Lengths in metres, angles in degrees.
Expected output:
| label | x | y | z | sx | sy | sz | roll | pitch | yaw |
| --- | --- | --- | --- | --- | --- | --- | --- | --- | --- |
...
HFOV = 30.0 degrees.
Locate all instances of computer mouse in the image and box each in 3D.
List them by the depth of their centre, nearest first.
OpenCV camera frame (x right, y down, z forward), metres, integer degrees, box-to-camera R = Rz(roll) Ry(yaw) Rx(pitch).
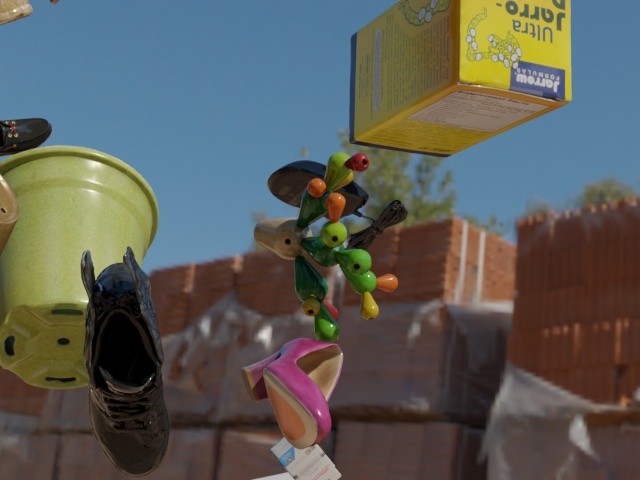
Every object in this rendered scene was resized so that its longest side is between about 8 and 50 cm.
| label | x | y | z | sx | sy | sz | roll | pitch | yaw |
| --- | --- | --- | --- | --- | --- | --- | --- | --- | --- |
| computer mouse | 0.007 | -0.064 | 2.120 | 0.262 | 0.060 | 0.184 | 19 | -39 | -23 |

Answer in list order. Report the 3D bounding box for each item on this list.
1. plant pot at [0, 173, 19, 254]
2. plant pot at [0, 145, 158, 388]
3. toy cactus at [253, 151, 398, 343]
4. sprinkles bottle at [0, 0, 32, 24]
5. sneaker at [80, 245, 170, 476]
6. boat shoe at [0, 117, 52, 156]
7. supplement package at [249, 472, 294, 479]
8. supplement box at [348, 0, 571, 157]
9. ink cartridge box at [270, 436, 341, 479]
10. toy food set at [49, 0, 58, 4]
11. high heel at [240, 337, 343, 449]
| label | x | y | z | sx | sy | sz | roll | pitch | yaw |
| --- | --- | --- | --- | --- | --- | --- | --- | --- | --- |
| plant pot | -0.497 | 0.010 | 1.462 | 0.254 | 0.237 | 0.237 | -39 | -32 | 16 |
| plant pot | -0.357 | 0.055 | 1.653 | 0.276 | 0.254 | 0.276 | -5 | -45 | -5 |
| toy cactus | 0.000 | 0.000 | 1.361 | 0.112 | 0.219 | 0.180 | -17 | 22 | -39 |
| sprinkles bottle | -0.602 | -0.538 | 2.019 | 0.121 | 0.355 | 0.121 | -15 | 16 | 5 |
| sneaker | -0.119 | 0.078 | 0.717 | 0.051 | 0.170 | 0.089 | -4 | 16 | -7 |
| boat shoe | -0.449 | -0.148 | 1.707 | 0.133 | 0.049 | 0.042 | -17 | -17 | -16 |
| supplement package | -0.118 | 0.429 | 1.506 | 0.293 | 0.175 | 0.177 | -12 | 25 | 0 |
| supplement box | 0.206 | -0.270 | 1.850 | 0.194 | 0.195 | 0.356 | 6 | -12 | -24 |
| ink cartridge box | -0.017 | 0.268 | 1.437 | 0.083 | 0.048 | 0.028 | 55 | -10 | -30 |
| toy food set | -0.492 | -0.492 | 2.251 | 0.019 | 0.122 | 0.078 | 17 | -35 | -35 |
| high heel | 0.000 | 0.147 | 1.214 | 0.117 | 0.082 | 0.244 | -18 | 4 | -14 |
